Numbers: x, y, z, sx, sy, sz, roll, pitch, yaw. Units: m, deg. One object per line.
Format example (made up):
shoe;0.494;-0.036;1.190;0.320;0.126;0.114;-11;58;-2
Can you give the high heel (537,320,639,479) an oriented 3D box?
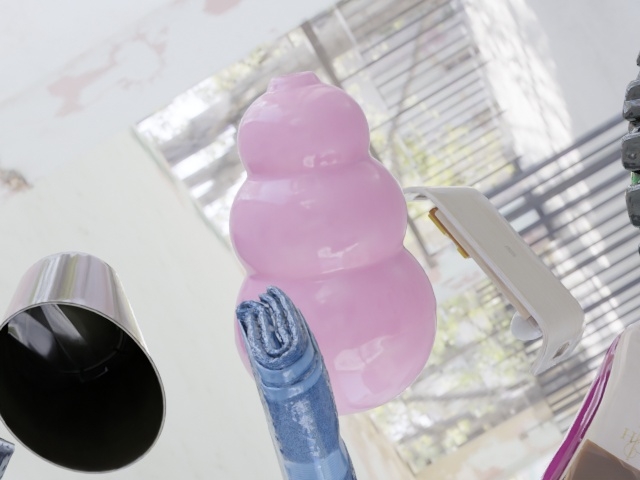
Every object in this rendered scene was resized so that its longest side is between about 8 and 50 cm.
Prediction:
high heel;0.232;0.183;0.840;0.127;0.181;0.377;35;-145;25

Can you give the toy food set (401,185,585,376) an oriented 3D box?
toy food set;0.229;0.045;1.505;0.306;0.092;0.220;50;-159;16

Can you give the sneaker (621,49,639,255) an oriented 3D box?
sneaker;0.198;-0.072;0.404;0.146;0.134;0.343;15;-121;-34

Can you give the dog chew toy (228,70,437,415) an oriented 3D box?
dog chew toy;0.000;0.000;1.085;0.206;0.207;0.332;-105;4;-79

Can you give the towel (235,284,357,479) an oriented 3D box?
towel;-0.004;0.082;0.444;0.067;0.029;0.119;-120;15;-64

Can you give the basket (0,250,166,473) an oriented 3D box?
basket;-0.262;0.110;1.166;0.204;0.154;0.227;57;179;-24

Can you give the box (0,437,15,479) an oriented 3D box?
box;-0.311;0.188;0.671;0.153;0.207;0.108;20;170;9
